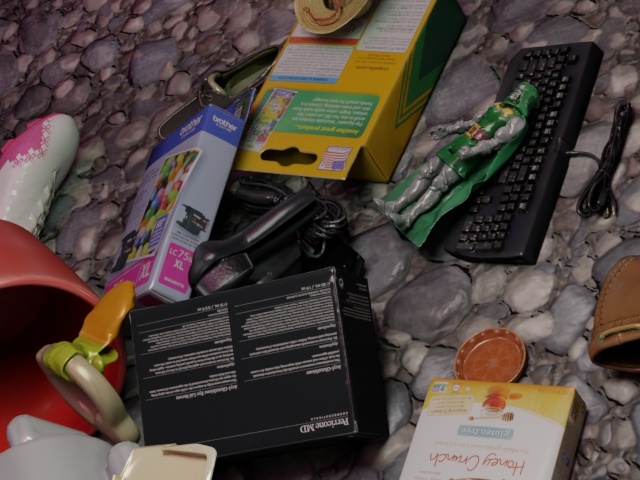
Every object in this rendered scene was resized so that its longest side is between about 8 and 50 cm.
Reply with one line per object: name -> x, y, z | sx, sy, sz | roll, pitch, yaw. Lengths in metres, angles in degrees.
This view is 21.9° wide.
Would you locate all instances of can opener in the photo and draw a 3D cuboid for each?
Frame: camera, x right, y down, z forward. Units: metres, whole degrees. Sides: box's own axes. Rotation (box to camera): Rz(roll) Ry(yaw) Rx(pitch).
can opener -> -0.077, 0.004, 1.932 | 0.186, 0.059, 0.073 | -37, 70, -15

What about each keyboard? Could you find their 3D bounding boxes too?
keyboard -> 0.000, 0.000, 2.027 | 0.192, 0.038, 0.100 | 43, 106, 44
keyboard -> 0.271, -0.108, 1.941 | 0.201, 0.033, 0.317 | 2, 57, 32

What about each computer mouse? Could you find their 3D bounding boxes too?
computer mouse -> -0.104, 0.041, 1.992 | 0.188, 0.072, 0.272 | 21, 77, 43

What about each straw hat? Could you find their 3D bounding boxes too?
straw hat -> 0.036, -0.319, 2.114 | 0.144, 0.061, 0.145 | -18, 60, 33

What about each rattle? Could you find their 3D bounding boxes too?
rattle -> -0.226, 0.173, 1.923 | 0.130, 0.200, 0.143 | -25, 19, 48

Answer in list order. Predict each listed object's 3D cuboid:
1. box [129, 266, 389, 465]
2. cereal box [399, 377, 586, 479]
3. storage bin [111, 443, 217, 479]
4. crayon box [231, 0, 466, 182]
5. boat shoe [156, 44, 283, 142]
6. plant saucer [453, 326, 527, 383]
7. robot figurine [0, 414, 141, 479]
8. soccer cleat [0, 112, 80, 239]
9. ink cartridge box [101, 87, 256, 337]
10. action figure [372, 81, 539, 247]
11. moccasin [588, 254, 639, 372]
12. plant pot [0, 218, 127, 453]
box -> -0.070, 0.149, 1.845 | 0.261, 0.103, 0.184 | -12, 75, 23
cereal box -> 0.163, 0.258, 1.697 | 0.173, 0.047, 0.240 | 0, 56, 32
storage bin -> -0.107, 0.369, 1.622 | 0.123, 0.262, 0.260 | -10, 51, 28
crayon box -> 0.030, -0.191, 2.116 | 0.203, 0.083, 0.323 | 7, 59, 36
boat shoe -> -0.131, -0.197, 2.225 | 0.223, 0.073, 0.080 | -28, 46, 9
plant saucer -> 0.187, 0.133, 1.808 | 0.083, 0.013, 0.083 | -16, 49, 20
robot figurine -> -0.269, 0.350, 1.774 | 0.300, 0.199, 0.353 | -50, 43, 21
soccer cleat -> -0.417, -0.021, 2.249 | 0.143, 0.116, 0.331 | 34, 79, 27
ink cartridge box -> -0.183, -0.043, 2.066 | 0.186, 0.065, 0.311 | -28, 39, 57
action figure -> 0.169, -0.102, 1.953 | 0.232, 0.063, 0.137 | -42, 33, -1
moccasin -> 0.433, 0.095, 1.600 | 0.380, 0.139, 0.147 | 6, 60, 35
plant pot -> -0.399, 0.110, 2.028 | 0.275, 0.275, 0.243 | -38, 36, -1
